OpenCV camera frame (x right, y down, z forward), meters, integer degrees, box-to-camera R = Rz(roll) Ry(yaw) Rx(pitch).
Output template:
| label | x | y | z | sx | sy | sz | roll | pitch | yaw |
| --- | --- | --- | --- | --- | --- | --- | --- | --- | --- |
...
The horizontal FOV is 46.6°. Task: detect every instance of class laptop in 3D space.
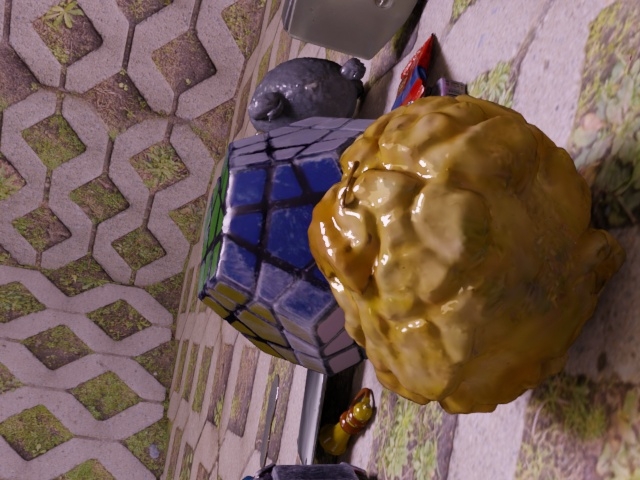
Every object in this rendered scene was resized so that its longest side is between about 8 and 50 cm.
| label | x | y | z | sx | sy | sz | roll | pitch | yaw |
| --- | --- | --- | --- | --- | --- | --- | --- | --- | --- |
| laptop | -0.013 | 0.249 | 1.137 | 0.269 | 0.015 | 0.188 | 123 | 156 | -81 |

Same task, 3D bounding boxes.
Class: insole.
| label | x | y | z | sx | sy | sz | roll | pitch | yaw |
| --- | --- | --- | --- | --- | --- | --- | --- | --- | --- |
| insole | -0.103 | 0.362 | 1.491 | 0.064 | 0.004 | 0.188 | 158 | 122 | -73 |

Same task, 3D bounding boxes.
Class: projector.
| label | x | y | z | sx | sy | sz | roll | pitch | yaw |
| --- | --- | --- | --- | --- | --- | --- | --- | --- | --- |
| projector | 0.069 | -0.406 | 1.077 | 0.088 | 0.193 | 0.269 | -99 | 28 | -50 |

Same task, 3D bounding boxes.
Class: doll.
| label | x | y | z | sx | sy | sz | roll | pitch | yaw |
| --- | --- | --- | --- | --- | --- | --- | --- | --- | --- |
| doll | -0.011 | -0.191 | 1.267 | 0.158 | 0.246 | 0.340 | 54 | 170 | 15 |

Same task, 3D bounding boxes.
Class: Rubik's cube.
| label | x | y | z | sx | sy | sz | roll | pitch | yaw |
| --- | --- | --- | --- | --- | --- | --- | --- | --- | --- |
| Rubik's cube | 0.000 | 0.001 | 0.897 | 0.264 | 0.319 | 0.319 | 12 | -91 | -79 |

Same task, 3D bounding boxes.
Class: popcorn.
| label | x | y | z | sx | sy | sz | roll | pitch | yaw |
| --- | --- | --- | --- | --- | --- | --- | --- | --- | --- |
| popcorn | 0.113 | 0.005 | 0.579 | 0.190 | 0.250 | 0.250 | 33 | 112 | 56 |

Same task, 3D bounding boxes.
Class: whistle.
| label | x | y | z | sx | sy | sz | roll | pitch | yaw |
| --- | --- | --- | --- | --- | --- | --- | --- | --- | --- |
| whistle | 0.046 | 0.244 | 1.012 | 0.046 | 0.057 | 0.109 | 47 | 129 | 14 |

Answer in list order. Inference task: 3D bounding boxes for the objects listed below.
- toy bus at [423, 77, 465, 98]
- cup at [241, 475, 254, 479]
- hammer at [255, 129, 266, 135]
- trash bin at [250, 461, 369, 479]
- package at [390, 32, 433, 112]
| label | x | y | z | sx | sy | sz | roll | pitch | yaw |
| --- | --- | --- | --- | --- | --- | --- | --- | --- | --- |
| toy bus | 0.140 | -0.154 | 0.944 | 0.131 | 0.037 | 0.052 | 132 | 143 | -60 |
| cup | -0.062 | 0.408 | 1.084 | 0.150 | 0.113 | 0.138 | 57 | 139 | 37 |
| hammer | -0.010 | -0.138 | 1.161 | 0.060 | 0.195 | 0.028 | 141 | 142 | -68 |
| trash bin | -0.008 | 0.401 | 0.868 | 0.184 | 0.161 | 0.239 | -151 | 65 | -74 |
| package | 0.121 | -0.207 | 0.979 | 0.083 | 0.022 | 0.200 | -57 | 9 | 35 |
